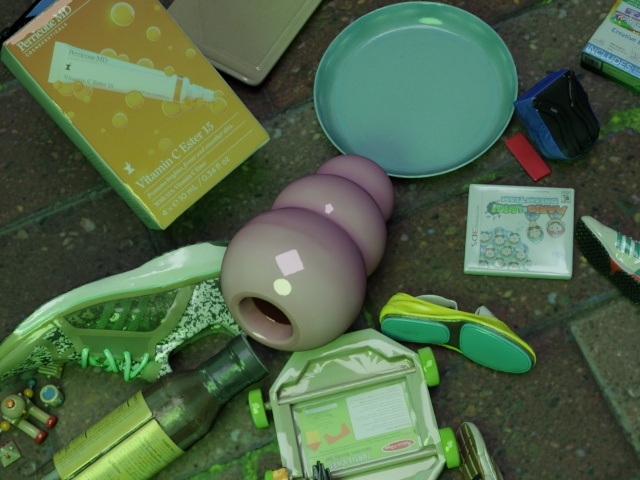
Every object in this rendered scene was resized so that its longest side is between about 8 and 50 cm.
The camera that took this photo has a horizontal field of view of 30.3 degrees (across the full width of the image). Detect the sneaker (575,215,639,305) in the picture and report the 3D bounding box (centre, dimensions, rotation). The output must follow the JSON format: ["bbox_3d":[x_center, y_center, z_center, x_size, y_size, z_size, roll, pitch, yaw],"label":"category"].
[{"bbox_3d":[0.441,0.019,1.711,0.075,0.057,0.161,-29,64,-24],"label":"sneaker"}]

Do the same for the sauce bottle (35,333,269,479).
[{"bbox_3d":[-0.226,0.259,1.639,0.344,0.111,0.111,-35,67,-1],"label":"sauce bottle"}]

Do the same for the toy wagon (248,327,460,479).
[{"bbox_3d":[0.054,0.296,1.627,0.267,0.068,0.344,-14,66,2],"label":"toy wagon"}]

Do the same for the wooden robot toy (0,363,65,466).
[{"bbox_3d":[-0.424,0.241,1.706,0.076,0.079,0.173,26,73,17],"label":"wooden robot toy"}]

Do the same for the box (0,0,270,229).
[{"bbox_3d":[-0.276,-0.212,1.751,0.215,0.168,0.345,-43,102,-11],"label":"box"}]

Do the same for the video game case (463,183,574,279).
[{"bbox_3d":[0.296,-0.014,1.757,0.157,0.019,0.143,3,67,8],"label":"video game case"}]

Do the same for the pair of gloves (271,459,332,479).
[{"bbox_3d":[-0.024,0.334,1.577,0.083,0.010,0.074,-10,66,2],"label":"pair of gloves"}]

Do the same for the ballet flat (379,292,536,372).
[{"bbox_3d":[0.200,0.121,1.686,0.231,0.077,0.077,14,43,14],"label":"ballet flat"}]

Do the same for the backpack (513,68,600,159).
[{"bbox_3d":[0.358,-0.184,1.780,0.098,0.101,0.120,-38,102,-13],"label":"backpack"}]

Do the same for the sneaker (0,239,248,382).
[{"bbox_3d":[-0.275,0.142,1.687,0.410,0.158,0.182,-23,82,-11],"label":"sneaker"}]

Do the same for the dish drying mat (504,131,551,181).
[{"bbox_3d":[0.317,-0.128,1.810,0.032,0.008,0.083,-31,65,-7],"label":"dish drying mat"}]

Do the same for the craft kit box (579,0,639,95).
[{"bbox_3d":[0.574,-0.320,1.837,0.250,0.061,0.246,32,76,19],"label":"craft kit box"}]

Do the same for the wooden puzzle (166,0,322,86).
[{"bbox_3d":[-0.132,-0.378,1.964,0.221,0.044,0.238,29,69,18],"label":"wooden puzzle"}]

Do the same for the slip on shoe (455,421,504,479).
[{"bbox_3d":[0.224,0.312,1.614,0.041,0.051,0.135,6,50,-34],"label":"slip on shoe"}]

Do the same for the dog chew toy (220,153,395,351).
[{"bbox_3d":[0.000,0.000,1.689,0.207,0.206,0.332,22,52,16],"label":"dog chew toy"}]

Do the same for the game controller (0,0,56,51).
[{"bbox_3d":[-0.403,-0.421,1.956,0.067,0.166,0.319,45,66,-22],"label":"game controller"}]

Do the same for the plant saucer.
[{"bbox_3d":[0.149,-0.232,1.859,0.318,0.043,0.317,-3,66,6],"label":"plant saucer"}]
